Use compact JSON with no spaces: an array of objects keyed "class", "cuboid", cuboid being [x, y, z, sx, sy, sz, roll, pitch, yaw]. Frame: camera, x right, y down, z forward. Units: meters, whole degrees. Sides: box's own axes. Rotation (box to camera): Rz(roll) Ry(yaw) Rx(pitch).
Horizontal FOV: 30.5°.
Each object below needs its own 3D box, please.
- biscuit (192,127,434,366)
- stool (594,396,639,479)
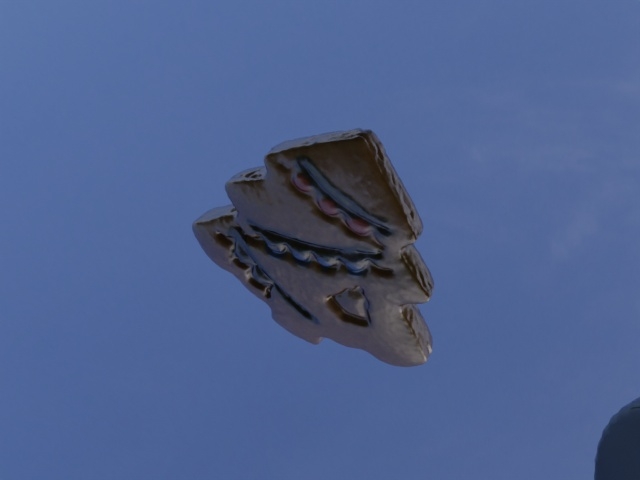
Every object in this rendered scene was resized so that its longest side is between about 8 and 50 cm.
[{"class":"biscuit","cuboid":[-0.001,0.001,1.138,0.278,0.301,0.043,27,-130,12]},{"class":"stool","cuboid":[0.458,0.217,1.080,0.330,0.297,0.297,-17,-119,-26]}]
